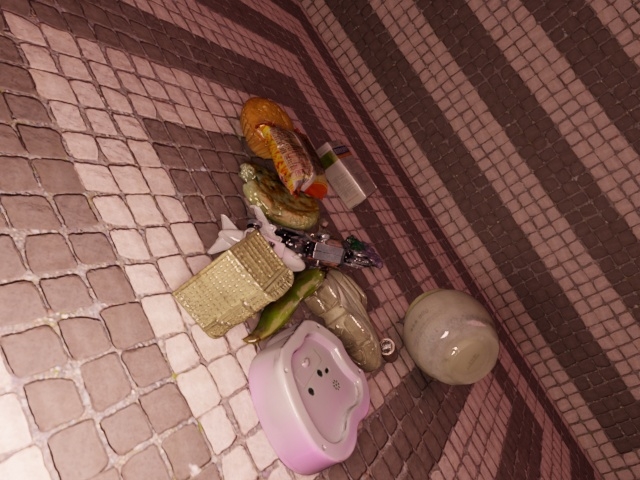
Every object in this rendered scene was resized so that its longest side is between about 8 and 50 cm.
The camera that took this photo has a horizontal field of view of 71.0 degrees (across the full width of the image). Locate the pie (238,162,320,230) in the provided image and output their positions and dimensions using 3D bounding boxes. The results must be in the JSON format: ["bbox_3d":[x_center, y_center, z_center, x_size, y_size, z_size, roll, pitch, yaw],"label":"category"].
[{"bbox_3d":[-0.126,-0.137,1.420,0.302,0.067,0.302,30,25,-16],"label":"pie"}]

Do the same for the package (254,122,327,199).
[{"bbox_3d":[-0.073,-0.264,1.461,0.223,0.108,0.288,-8,73,-58],"label":"package"}]

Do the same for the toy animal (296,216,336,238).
[{"bbox_3d":[0.000,0.000,1.498,0.219,0.095,0.155,24,30,-44],"label":"toy animal"}]

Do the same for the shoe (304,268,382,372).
[{"bbox_3d":[0.094,0.220,1.358,0.342,0.132,0.210,56,29,9],"label":"shoe"}]

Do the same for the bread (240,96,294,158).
[{"bbox_3d":[-0.192,-0.393,1.590,0.240,0.139,0.240,39,31,-28],"label":"bread"}]

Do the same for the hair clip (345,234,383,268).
[{"bbox_3d":[0.174,0.048,1.805,0.195,0.052,0.124,37,21,-16],"label":"hair clip"}]

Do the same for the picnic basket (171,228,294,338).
[{"bbox_3d":[-0.180,0.101,0.969,0.154,0.196,0.134,53,26,-5],"label":"picnic basket"}]

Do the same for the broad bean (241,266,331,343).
[{"bbox_3d":[-0.080,0.152,1.145,0.339,0.077,0.061,-44,134,-38],"label":"broad bean"}]

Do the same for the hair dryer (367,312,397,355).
[{"bbox_3d":[0.173,0.283,1.445,0.220,0.054,0.195,58,-2,24],"label":"hair dryer"}]

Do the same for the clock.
[{"bbox_3d":[-0.010,0.360,1.055,0.338,0.102,0.338,39,31,-29],"label":"clock"}]

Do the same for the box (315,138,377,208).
[{"bbox_3d":[0.110,-0.303,2.029,0.299,0.106,0.200,53,26,0],"label":"box"}]

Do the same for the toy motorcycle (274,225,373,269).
[{"bbox_3d":[-0.002,0.031,1.330,0.307,0.108,0.173,14,1,-20],"label":"toy motorcycle"}]

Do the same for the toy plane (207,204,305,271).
[{"bbox_3d":[-0.149,0.023,1.148,0.255,0.101,0.251,21,58,-17],"label":"toy plane"}]

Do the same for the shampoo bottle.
[{"bbox_3d":[0.462,0.340,1.603,0.322,0.322,0.317,47,6,-15],"label":"shampoo bottle"}]
